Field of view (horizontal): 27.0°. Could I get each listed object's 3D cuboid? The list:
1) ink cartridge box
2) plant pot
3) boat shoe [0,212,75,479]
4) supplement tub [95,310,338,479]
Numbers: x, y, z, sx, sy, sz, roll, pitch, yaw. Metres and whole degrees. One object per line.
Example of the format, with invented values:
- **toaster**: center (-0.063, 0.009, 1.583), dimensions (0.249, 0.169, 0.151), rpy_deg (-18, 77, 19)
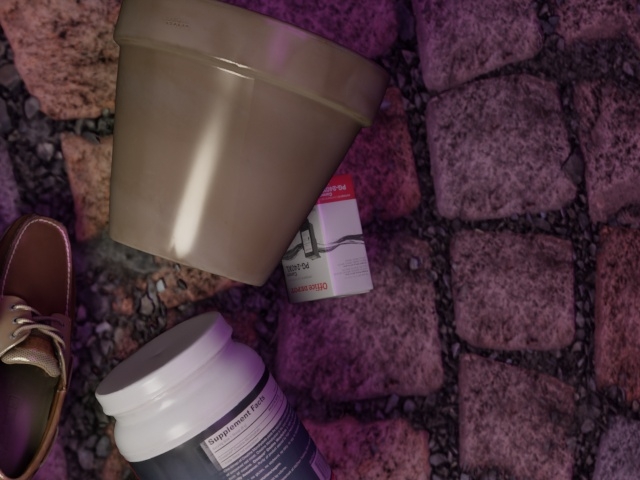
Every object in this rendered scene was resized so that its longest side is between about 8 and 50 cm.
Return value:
- **ink cartridge box**: center (0.000, 0.000, 1.676), dimensions (0.063, 0.109, 0.151), rpy_deg (-9, 87, -34)
- **plant pot**: center (-0.112, -0.107, 1.532), dimensions (0.323, 0.323, 0.281), rpy_deg (19, 89, -29)
- **boat shoe**: center (-0.316, 0.123, 1.451), dimensions (0.123, 0.116, 0.325), rpy_deg (14, 71, -30)
- **supplement tub**: center (-0.113, 0.239, 1.520), dimensions (0.191, 0.191, 0.272), rpy_deg (-38, 103, -30)
